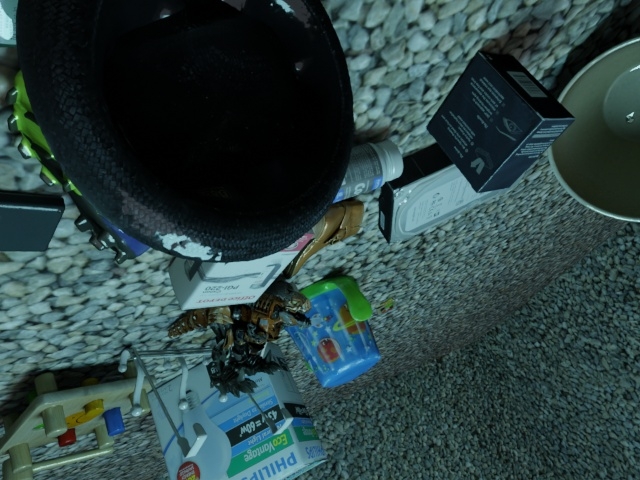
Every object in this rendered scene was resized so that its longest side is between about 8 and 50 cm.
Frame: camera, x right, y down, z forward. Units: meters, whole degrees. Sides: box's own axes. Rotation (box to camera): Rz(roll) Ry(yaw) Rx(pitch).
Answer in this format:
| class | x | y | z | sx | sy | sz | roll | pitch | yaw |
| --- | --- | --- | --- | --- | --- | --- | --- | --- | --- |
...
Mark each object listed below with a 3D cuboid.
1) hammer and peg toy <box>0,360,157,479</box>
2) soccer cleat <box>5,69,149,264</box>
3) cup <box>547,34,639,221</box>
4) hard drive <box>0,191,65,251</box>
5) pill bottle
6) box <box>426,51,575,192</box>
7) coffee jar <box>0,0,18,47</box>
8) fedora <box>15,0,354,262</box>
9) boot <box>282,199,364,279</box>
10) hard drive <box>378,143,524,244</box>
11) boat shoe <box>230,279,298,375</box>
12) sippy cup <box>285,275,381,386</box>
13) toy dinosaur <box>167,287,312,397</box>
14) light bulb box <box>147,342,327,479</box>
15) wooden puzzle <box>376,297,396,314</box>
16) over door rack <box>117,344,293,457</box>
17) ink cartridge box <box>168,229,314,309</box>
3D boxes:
| class | x | y | z | sx | sy | sz | roll | pitch | yaw |
| --- | --- | --- | --- | --- | --- | --- | --- | --- | --- |
| hammer and peg toy | -0.562 | 0.412 | 1.062 | 0.361 | 0.127 | 0.266 | -43 | 152 | 28 |
| soccer cleat | -0.247 | -0.087 | 0.542 | 0.121 | 0.093 | 0.289 | -50 | 160 | -28 |
| cup | 0.619 | -0.232 | 0.877 | 0.237 | 0.331 | 0.331 | -44 | 172 | -47 |
| hard drive | -0.392 | -0.021 | 0.564 | 0.135 | 0.022 | 0.094 | 3 | 140 | -46 |
| pill bottle | 0.059 | -0.114 | 0.764 | 0.137 | 0.078 | 0.078 | -20 | 152 | -16 |
| box | 0.280 | -0.187 | 0.757 | 0.093 | 0.156 | 0.158 | -10 | 149 | -34 |
| coffee jar | -0.211 | -0.224 | 0.289 | 0.079 | 0.096 | 0.184 | 2 | 141 | -34 |
| fedora | -0.115 | -0.132 | 0.443 | 0.153 | 0.333 | 0.334 | -2 | 173 | 39 |
| boot | 0.000 | 0.000 | 0.924 | 0.153 | 0.072 | 0.197 | -17 | 155 | -30 |
| hard drive | 0.283 | -0.126 | 0.974 | 0.339 | 0.064 | 0.237 | -25 | 154 | -7 |
| boat shoe | -0.165 | 0.207 | 1.110 | 0.096 | 0.112 | 0.335 | 12 | 130 | -31 |
| sippy cup | 0.035 | 0.247 | 1.224 | 0.240 | 0.224 | 0.305 | -28 | 154 | 1 |
| toy dinosaur | -0.164 | 0.182 | 0.969 | 0.322 | 0.218 | 0.164 | -7 | -177 | 42 |
| light bulb box | -0.230 | 0.518 | 1.303 | 0.358 | 0.361 | 0.225 | -31 | 154 | 5 |
| wooden puzzle | 0.227 | 0.231 | 1.614 | 0.079 | 0.014 | 0.116 | -30 | 154 | 4 |
| over door rack | -0.258 | 0.337 | 1.000 | 0.240 | 0.324 | 0.108 | 10 | 104 | -48 |
| ink cartridge box | -0.139 | 0.021 | 0.803 | 0.159 | 0.092 | 0.218 | 1 | 144 | -44 |
